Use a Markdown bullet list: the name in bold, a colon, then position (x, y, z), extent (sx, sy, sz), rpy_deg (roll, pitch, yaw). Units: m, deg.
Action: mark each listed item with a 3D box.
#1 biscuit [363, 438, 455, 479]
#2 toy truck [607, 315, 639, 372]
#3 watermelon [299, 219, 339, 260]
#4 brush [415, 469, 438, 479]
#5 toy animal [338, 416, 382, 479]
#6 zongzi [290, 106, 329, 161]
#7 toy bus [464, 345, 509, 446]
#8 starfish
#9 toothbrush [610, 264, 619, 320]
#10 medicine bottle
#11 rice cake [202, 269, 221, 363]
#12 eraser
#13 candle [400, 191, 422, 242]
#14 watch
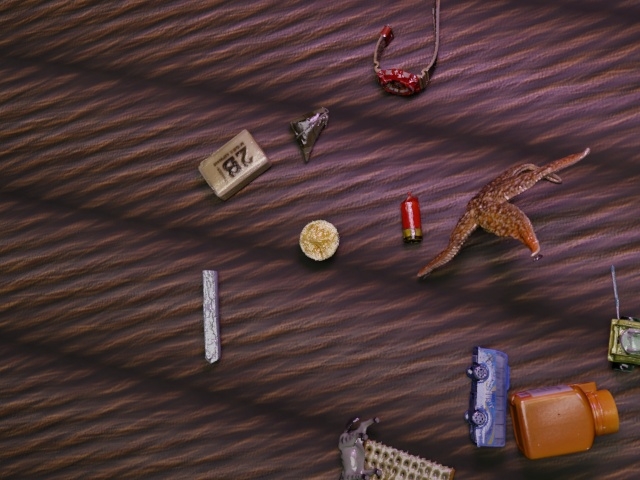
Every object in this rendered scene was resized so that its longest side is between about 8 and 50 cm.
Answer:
- **biscuit**: position (0.198, 0.580, 1.867), extent (0.232, 0.016, 0.139), rpy_deg (16, 82, 18)
- **toy truck**: position (0.807, 0.252, 1.758), extent (0.260, 0.135, 0.128), rpy_deg (9, 81, 5)
- **watermelon**: position (0.000, 0.000, 1.982), extent (0.106, 0.062, 0.105), rpy_deg (0, 89, 9)
- **brush**: position (0.215, 0.632, 1.867), extent (0.193, 0.016, 0.063), rpy_deg (-36, 74, 3)
- **toy animal**: position (0.071, 0.543, 1.872), extent (0.176, 0.073, 0.216), rpy_deg (-25, 54, 44)
- **zongzi**: position (-0.012, -0.283, 2.038), extent (0.109, 0.055, 0.119), rpy_deg (-24, 89, 4)
- **toy bus**: position (0.403, 0.376, 1.847), extent (0.094, 0.079, 0.236), rpy_deg (5, 82, -5)
- **starfish**: position (0.442, -0.064, 1.822), extent (0.398, 0.384, 0.132), rpy_deg (-44, 109, -19)
- **toothbrush**: position (0.719, 0.142, 1.855), extent (0.014, 0.011, 0.167), rpy_deg (-5, 80, 3)
- **medicine bottle**: position (0.564, 0.415, 1.781), extent (0.222, 0.112, 0.149), rpy_deg (-10, 86, 1)
- **rice cake**: position (-0.285, 0.199, 2.011), extent (0.042, 0.045, 0.245), rpy_deg (-5, 80, 7)
- **eraser**: position (-0.231, -0.201, 2.058), extent (0.172, 0.058, 0.117), rpy_deg (-36, 76, 3)
- **candle**: position (0.231, -0.061, 1.956), extent (0.052, 0.052, 0.130), rpy_deg (-6, 79, 9)
- **watch**: position (0.229, -0.513, 2.015), extent (0.165, 0.102, 0.268), rpy_deg (3, 74, 12)
